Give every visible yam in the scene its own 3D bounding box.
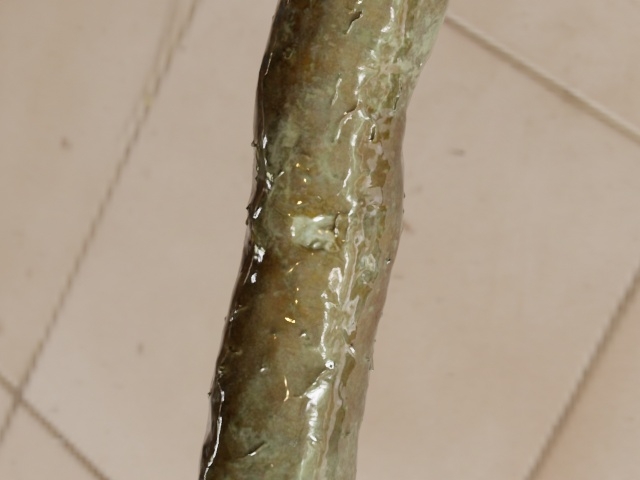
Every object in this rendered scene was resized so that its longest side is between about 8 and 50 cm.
[{"bbox_3d":[0.000,0.000,0.618,0.061,0.061,0.252,14,97,40],"label":"yam"}]
